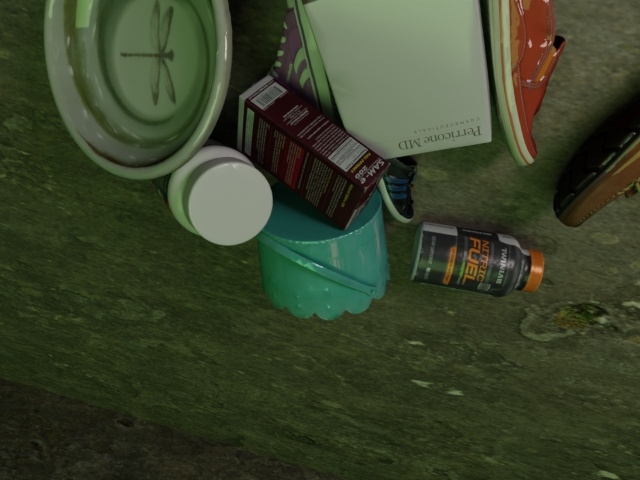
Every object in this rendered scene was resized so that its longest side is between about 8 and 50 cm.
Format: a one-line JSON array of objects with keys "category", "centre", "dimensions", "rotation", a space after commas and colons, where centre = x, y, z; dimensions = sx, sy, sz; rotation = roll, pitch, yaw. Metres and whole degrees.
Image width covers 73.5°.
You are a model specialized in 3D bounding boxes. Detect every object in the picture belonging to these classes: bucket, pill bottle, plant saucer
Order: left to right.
[{"category": "plant saucer", "centre": [-0.281, -0.300, 0.691], "dimensions": [0.401, 0.101, 0.399], "rotation": [6, 103, 26]}, {"category": "pill bottle", "centre": [-0.205, -0.100, 0.776], "dimensions": [0.162, 0.283, 0.161], "rotation": [-12, 115, -26]}, {"category": "bucket", "centre": [0.000, 0.000, 0.845], "dimensions": [0.282, 0.281, 0.183], "rotation": [3, 128, 14]}, {"category": "pill bottle", "centre": [0.315, 0.042, 0.878], "dimensions": [0.246, 0.130, 0.130], "rotation": [9, 133, 7]}]

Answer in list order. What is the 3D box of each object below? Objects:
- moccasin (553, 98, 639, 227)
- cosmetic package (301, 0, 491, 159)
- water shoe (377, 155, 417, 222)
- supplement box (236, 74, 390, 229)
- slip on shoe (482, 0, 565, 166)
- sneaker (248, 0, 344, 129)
[{"category": "moccasin", "centre": [0.524, -0.153, 0.646], "dimensions": [0.147, 0.139, 0.380], "rotation": [34, 123, -3]}, {"category": "cosmetic package", "centre": [0.106, -0.315, 0.589], "dimensions": [0.218, 0.156, 0.384], "rotation": [-8, 128, 24]}, {"category": "water shoe", "centre": [0.152, -0.117, 0.818], "dimensions": [0.080, 0.072, 0.203], "rotation": [-17, 125, 26]}, {"category": "supplement box", "centre": [-0.020, -0.137, 0.688], "dimensions": [0.239, 0.073, 0.130], "rotation": [39, 152, 8]}, {"category": "slip on shoe", "centre": [0.300, -0.257, 0.622], "dimensions": [0.102, 0.123, 0.331], "rotation": [-8, 124, 18]}, {"category": "sneaker", "centre": [-0.057, -0.288, 0.704], "dimensions": [0.161, 0.102, 0.281], "rotation": [5, 133, 16]}]
